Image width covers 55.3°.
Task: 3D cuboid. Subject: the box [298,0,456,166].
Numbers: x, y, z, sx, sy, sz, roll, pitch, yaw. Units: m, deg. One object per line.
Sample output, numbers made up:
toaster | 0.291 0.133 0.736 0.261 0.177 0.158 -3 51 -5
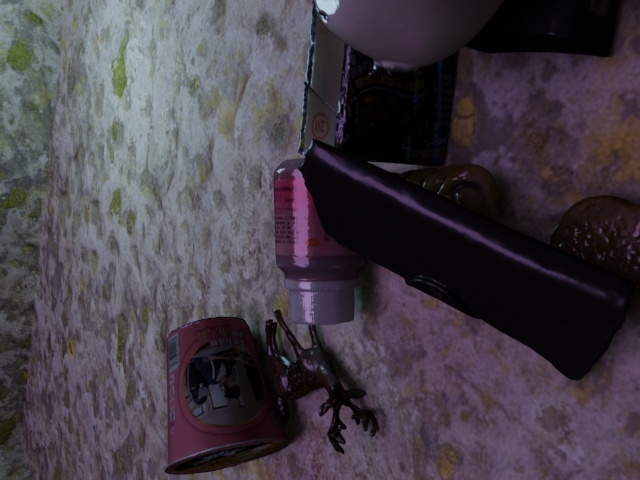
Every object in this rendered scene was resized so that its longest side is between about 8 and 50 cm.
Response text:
box | 0.084 -0.254 0.770 0.084 0.198 0.310 17 105 48

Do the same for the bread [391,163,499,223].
bread | 0.137 -0.031 0.816 0.225 0.081 0.134 3 100 49

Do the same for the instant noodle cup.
instant noodle cup | -0.192 0.288 1.157 0.244 0.244 0.255 -43 52 44

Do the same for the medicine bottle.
medicine bottle | 0.000 0.000 0.939 0.147 0.147 0.247 1 94 51

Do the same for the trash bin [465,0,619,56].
trash bin | 0.237 -0.322 0.652 0.165 0.115 0.226 22 106 48

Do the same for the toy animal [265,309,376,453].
toy animal | -0.010 0.233 1.038 0.243 0.087 0.260 -50 57 57

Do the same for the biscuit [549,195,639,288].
biscuit | 0.361 0.011 0.571 0.301 0.049 0.197 1 85 50

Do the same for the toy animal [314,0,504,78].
toy animal | 0.119 -0.293 0.536 0.310 0.251 0.251 -37 65 54

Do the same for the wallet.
wallet | 0.141 0.017 0.689 0.377 0.051 0.197 30 157 24
